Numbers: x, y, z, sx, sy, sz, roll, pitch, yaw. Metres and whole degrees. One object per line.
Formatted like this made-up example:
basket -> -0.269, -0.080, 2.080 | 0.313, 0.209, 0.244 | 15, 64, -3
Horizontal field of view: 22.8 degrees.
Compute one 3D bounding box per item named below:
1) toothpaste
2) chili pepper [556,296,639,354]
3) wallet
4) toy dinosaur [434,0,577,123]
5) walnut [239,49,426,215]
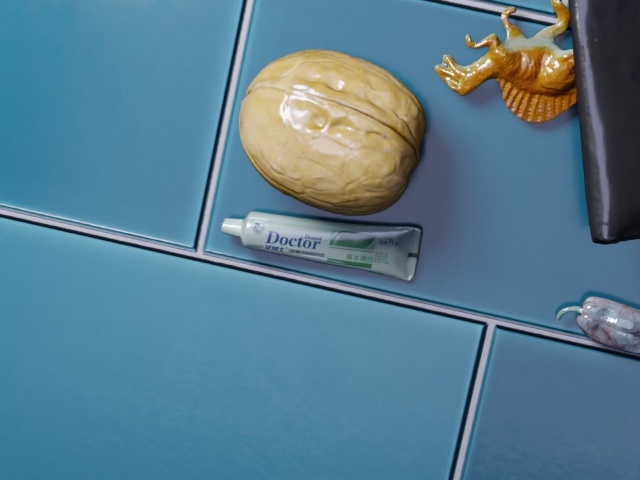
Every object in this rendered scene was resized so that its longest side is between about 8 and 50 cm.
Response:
toothpaste -> 0.000, 0.000, 1.737 | 0.218, 0.041, 0.064 | 9, 109, 2
chili pepper -> 0.332, 0.095, 1.712 | 0.153, 0.041, 0.050 | 19, 140, 3
wallet -> 0.345, -0.190, 1.642 | 0.197, 0.051, 0.377 | -9, 95, -22
toy dinosaur -> 0.243, -0.175, 1.684 | 0.212, 0.057, 0.142 | 35, 100, 1
walnut -> 0.011, -0.116, 1.664 | 0.197, 0.165, 0.165 | 28, 98, -1
